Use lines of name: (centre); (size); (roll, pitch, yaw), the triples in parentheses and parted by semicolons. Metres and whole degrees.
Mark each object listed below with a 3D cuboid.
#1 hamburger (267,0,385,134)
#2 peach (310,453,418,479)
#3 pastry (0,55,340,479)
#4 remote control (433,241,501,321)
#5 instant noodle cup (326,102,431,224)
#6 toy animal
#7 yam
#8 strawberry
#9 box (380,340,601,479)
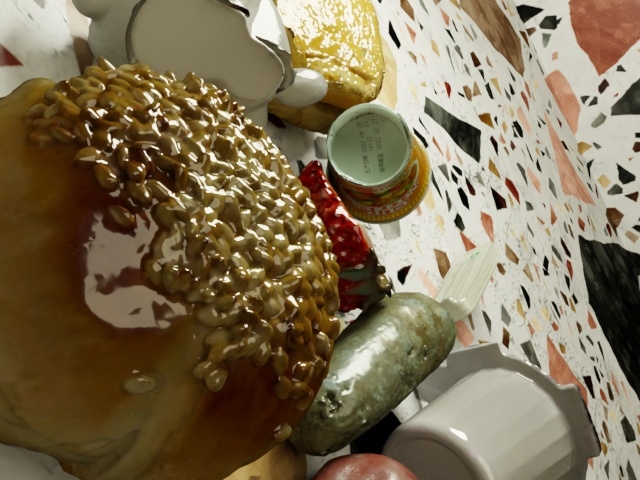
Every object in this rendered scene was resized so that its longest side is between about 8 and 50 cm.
hamburger: (-0.033, -0.315, 1.246); (0.319, 0.158, 0.318); (35, 44, -42)
peach: (0.054, 0.315, 0.982); (0.152, 0.152, 0.152); (35, 43, -40)
pastry: (-0.143, 0.024, 0.768); (0.410, 0.245, 0.409); (36, 41, -38)
remote control: (0.246, 0.070, 1.478); (0.049, 0.090, 0.230); (56, 33, -9)
instant noodle cup: (0.076, -0.117, 1.212); (0.185, 0.169, 0.168); (45, 26, -80)
toy animal: (-0.130, -0.218, 1.003); (0.325, 0.208, 0.154); (51, 2, -40)
yam: (0.060, 0.172, 1.103); (0.330, 0.133, 0.133); (-33, 98, -54)
strawberry: (0.000, 0.000, 1.146); (0.190, 0.111, 0.236); (56, 4, -46)
box: (0.191, 0.279, 1.153); (0.291, 0.262, 0.206); (37, 32, 28)
